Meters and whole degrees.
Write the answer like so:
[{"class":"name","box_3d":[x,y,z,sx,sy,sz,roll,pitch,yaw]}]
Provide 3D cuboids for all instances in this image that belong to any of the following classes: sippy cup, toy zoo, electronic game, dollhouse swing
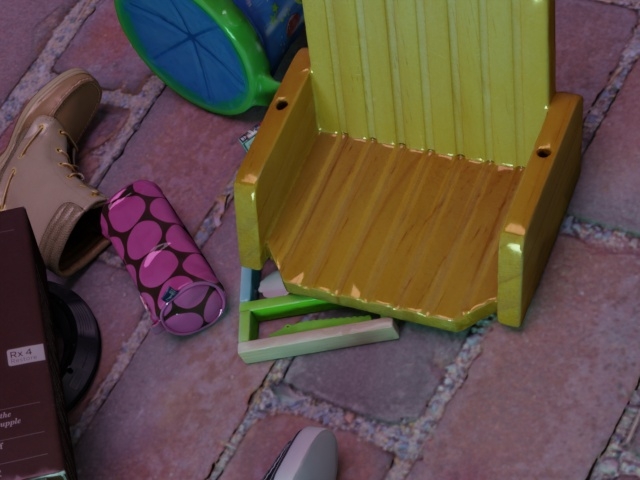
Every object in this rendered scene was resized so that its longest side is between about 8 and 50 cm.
[{"class":"sippy cup","box_3d":[-0.107,-0.318,2.131,0.224,0.305,0.240,-48,23,-26]},{"class":"toy zoo","box_3d":[0.000,0.000,1.972,0.192,0.030,0.293,-10,54,18]},{"class":"electronic game","box_3d":[-0.380,0.145,2.029,0.229,0.048,0.229,-7,54,10]},{"class":"dollhouse swing","box_3d":[0.084,-0.128,1.816,0.347,0.305,0.315,13,60,21]}]

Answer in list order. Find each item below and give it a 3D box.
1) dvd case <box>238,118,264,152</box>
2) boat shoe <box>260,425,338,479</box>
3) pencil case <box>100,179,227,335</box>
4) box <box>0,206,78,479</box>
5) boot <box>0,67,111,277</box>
[{"class":"dvd case","box_3d":[-0.041,-0.139,2.050,0.119,0.087,0.013,-40,61,-4]},{"class":"boat shoe","box_3d":[-0.078,0.326,1.740,0.102,0.108,0.301,14,71,29]},{"class":"pencil case","box_3d":[-0.198,0.021,2.009,0.098,0.095,0.209,-35,48,1]},{"class":"box","box_3d":[-0.394,0.158,1.894,0.191,0.143,0.381,-12,52,-6]},{"class":"boot","box_3d":[-0.322,-0.089,2.136,0.203,0.095,0.262,25,72,35]}]
